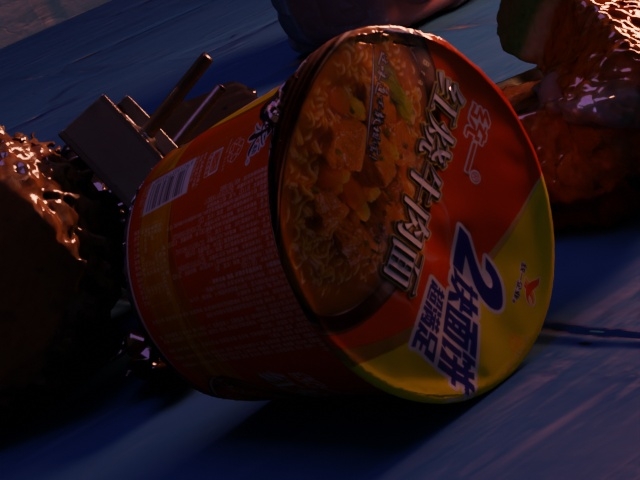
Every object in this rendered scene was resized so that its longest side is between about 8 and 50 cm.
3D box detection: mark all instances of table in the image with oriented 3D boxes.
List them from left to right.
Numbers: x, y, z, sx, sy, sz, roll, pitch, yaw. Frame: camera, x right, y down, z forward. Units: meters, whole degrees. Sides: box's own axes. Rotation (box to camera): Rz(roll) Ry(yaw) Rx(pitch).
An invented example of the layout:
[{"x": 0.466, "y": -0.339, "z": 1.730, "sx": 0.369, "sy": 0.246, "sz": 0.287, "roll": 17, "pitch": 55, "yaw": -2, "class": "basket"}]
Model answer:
[{"x": -0.092, "y": -0.058, "z": 1.408, "sx": 0.111, "sy": 0.121, "sz": 0.240, "roll": -43, "pitch": -1, "yaw": -1, "class": "table"}]

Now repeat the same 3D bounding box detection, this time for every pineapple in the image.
[{"x": -0.221, "y": 0.009, "z": 1.413, "sx": 0.202, "sy": 0.202, "sz": 0.362, "roll": -18, "pitch": 3, "yaw": 9, "class": "pineapple"}]

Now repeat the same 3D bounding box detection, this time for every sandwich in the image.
[{"x": 0.182, "y": -0.115, "z": 1.359, "sx": 0.250, "sy": 0.162, "sz": 0.301, "roll": -23, "pitch": 11, "yaw": 5, "class": "sandwich"}]

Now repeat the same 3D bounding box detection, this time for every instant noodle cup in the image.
[{"x": 0.000, "y": 0.000, "z": 1.125, "sx": 0.174, "sy": 0.213, "sz": 0.213, "roll": -16, "pitch": 12, "yaw": 48, "class": "instant noodle cup"}]

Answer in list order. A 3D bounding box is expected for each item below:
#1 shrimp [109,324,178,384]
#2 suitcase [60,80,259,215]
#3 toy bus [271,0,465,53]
[{"x": -0.008, "y": 0.011, "z": 1.312, "sx": 0.222, "sy": 0.054, "sz": 0.290, "roll": -20, "pitch": 12, "yaw": 41, "class": "shrimp"}, {"x": -0.133, "y": -0.073, "z": 1.818, "sx": 0.206, "sy": 0.066, "sz": 0.285, "roll": -22, "pitch": 14, "yaw": -6, "class": "suitcase"}, {"x": 0.082, "y": -0.337, "z": 2.286, "sx": 0.232, "sy": 0.197, "sz": 0.294, "roll": 9, "pitch": 30, "yaw": 43, "class": "toy bus"}]
